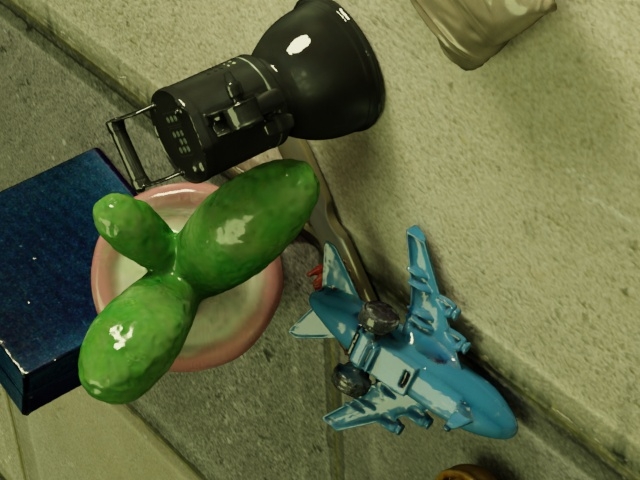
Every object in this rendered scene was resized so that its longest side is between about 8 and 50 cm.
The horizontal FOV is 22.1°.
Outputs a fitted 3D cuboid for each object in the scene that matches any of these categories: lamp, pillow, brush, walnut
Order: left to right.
[{"bbox_3d":[-0.068,-0.131,1.578,0.172,0.227,0.147,-3,113,60],"label":"lamp"},{"bbox_3d":[0.000,0.000,1.782,0.060,0.050,0.321,-6,109,64],"label":"brush"},{"bbox_3d":[0.088,-0.261,1.373,0.270,0.067,0.173,57,157,10],"label":"pillow"},{"bbox_3d":[0.179,0.280,1.730,0.121,0.052,0.091,45,147,25],"label":"walnut"}]

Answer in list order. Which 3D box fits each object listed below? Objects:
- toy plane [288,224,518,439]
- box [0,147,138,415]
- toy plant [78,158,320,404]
[{"bbox_3d":[0.086,0.121,1.675,0.271,0.105,0.254,39,122,28],"label":"toy plane"},{"bbox_3d":[-0.337,0.048,2.134,0.261,0.279,0.116,49,151,24],"label":"box"},{"bbox_3d":[-0.131,0.021,1.769,0.210,0.317,0.356,46,-178,4],"label":"toy plant"}]
